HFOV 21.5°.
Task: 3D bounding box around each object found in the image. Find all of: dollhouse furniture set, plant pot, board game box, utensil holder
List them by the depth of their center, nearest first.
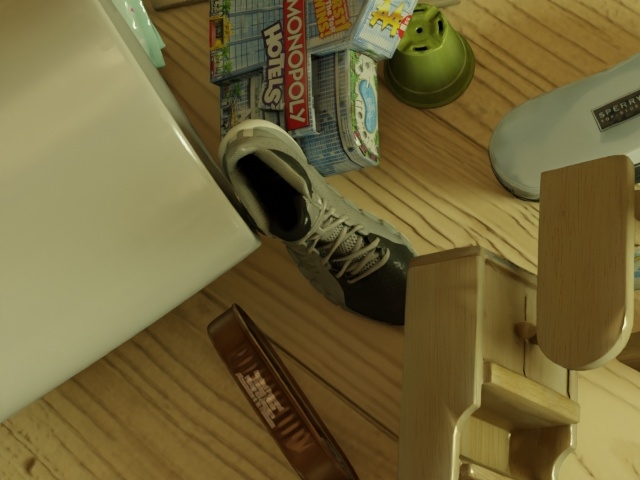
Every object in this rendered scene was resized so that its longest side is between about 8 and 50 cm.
[{"bbox_3d":[0.260,0.124,1.219,0.394,0.362,0.256,-11,66,37],"label":"dollhouse furniture set"},{"bbox_3d":[-0.287,-0.018,1.370,0.385,0.327,0.327,-32,69,0],"label":"utensil holder"},{"bbox_3d":[-0.006,-0.155,1.461,0.194,0.060,0.194,-13,72,36],"label":"board game box"},{"bbox_3d":[0.092,-0.170,1.487,0.083,0.079,0.083,-3,70,9],"label":"plant pot"}]

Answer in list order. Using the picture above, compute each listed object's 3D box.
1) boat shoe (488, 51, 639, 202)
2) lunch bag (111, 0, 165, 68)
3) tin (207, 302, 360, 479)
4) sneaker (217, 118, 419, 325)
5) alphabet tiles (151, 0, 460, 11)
[{"bbox_3d":[0.295,-0.101,1.413,0.306,0.105,0.113,-25,73,8],"label":"boat shoe"},{"bbox_3d":[-0.284,-0.232,1.540,0.223,0.160,0.262,-23,80,-3],"label":"lunch bag"},{"bbox_3d":[-0.031,0.136,1.392,0.040,0.106,0.189,-37,68,5],"label":"tin"},{"bbox_3d":[0.000,0.000,1.381,0.229,0.132,0.086,42,99,-7],"label":"sneaker"},{"bbox_3d":[-0.004,-0.327,1.595,0.342,0.011,0.285,-11,70,7],"label":"alphabet tiles"}]
